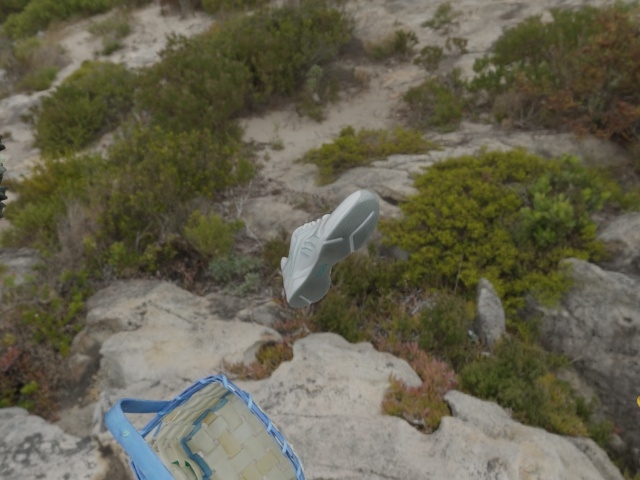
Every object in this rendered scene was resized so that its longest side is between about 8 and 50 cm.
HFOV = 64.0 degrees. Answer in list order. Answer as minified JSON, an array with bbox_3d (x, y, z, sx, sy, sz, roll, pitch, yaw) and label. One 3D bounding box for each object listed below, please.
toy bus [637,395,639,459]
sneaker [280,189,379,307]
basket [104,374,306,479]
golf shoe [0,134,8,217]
[{"bbox_3d":[0.591,0.271,0.741,0.150,0.211,0.220,-10,3,-21],"label":"toy bus"},{"bbox_3d":[0.000,0.000,0.505,0.054,0.152,0.061,5,45,-39],"label":"sneaker"},{"bbox_3d":[-0.142,0.317,0.697,0.201,0.289,0.255,-42,70,-7],"label":"basket"},{"bbox_3d":[-0.297,-0.090,0.327,0.120,0.272,0.105,-23,-6,14],"label":"golf shoe"}]
